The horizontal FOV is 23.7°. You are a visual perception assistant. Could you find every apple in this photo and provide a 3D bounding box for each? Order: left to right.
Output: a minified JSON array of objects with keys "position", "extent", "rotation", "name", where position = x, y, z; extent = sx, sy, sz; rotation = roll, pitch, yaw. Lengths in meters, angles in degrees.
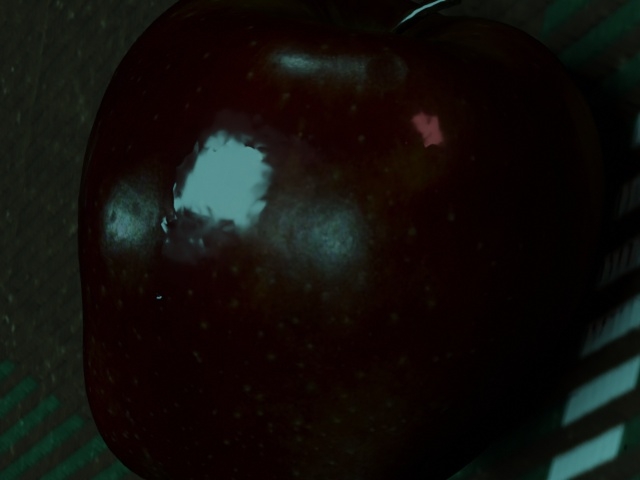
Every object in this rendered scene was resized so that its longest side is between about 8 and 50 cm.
[{"position":[0.000,0.000,0.845],"extent":[0.288,0.288,0.316],"rotation":[41,129,41],"name":"apple"}]
